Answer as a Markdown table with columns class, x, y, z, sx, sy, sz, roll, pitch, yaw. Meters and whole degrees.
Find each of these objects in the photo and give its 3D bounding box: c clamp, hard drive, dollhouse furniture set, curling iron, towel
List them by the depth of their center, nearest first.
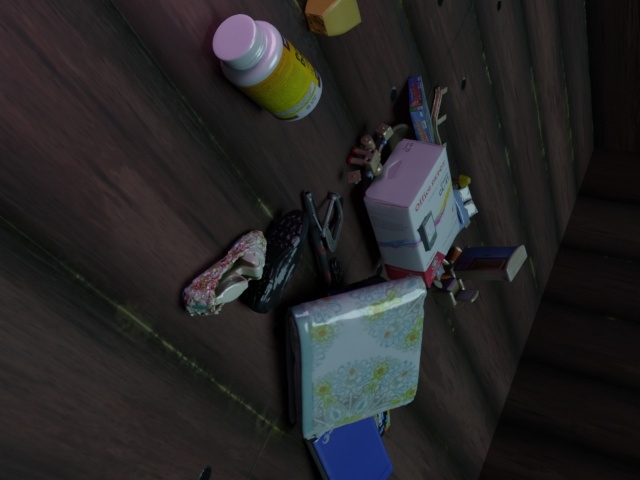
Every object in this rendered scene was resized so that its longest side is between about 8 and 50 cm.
| class | x | y | z | sx | sy | sz | roll | pitch | yaw |
| --- | --- | --- | --- | --- | --- | --- | --- | --- | --- |
| c clamp | 0.024 | -0.049 | 1.586 | 0.160 | 0.022 | 0.137 | -70 | 149 | -50 |
| curling iron | 0.000 | 0.000 | 1.597 | 0.068 | 0.035 | 0.274 | -73 | 152 | -44 |
| towel | 0.080 | 0.268 | 1.635 | 0.321 | 0.090 | 0.374 | -15 | 125 | -22 |
| hard drive | 0.083 | 0.564 | 1.876 | 0.210 | 0.040 | 0.318 | -43 | 125 | -36 |
| dollhouse furniture set | 0.438 | -0.012 | 2.109 | 0.286 | 0.198 | 0.303 | -46 | 120 | -40 |

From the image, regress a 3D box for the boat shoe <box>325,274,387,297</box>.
| class | x | y | z | sx | sy | sz | roll | pitch | yaw |
| --- | --- | --- | --- | --- | --- | --- | --- | --- | --- |
| boat shoe | 0.066 | 0.237 | 1.747 | 0.158 | 0.127 | 0.340 | -11 | 127 | -26 |

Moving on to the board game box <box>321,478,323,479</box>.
| class | x | y | z | sx | sy | sz | roll | pitch | yaw |
| --- | --- | --- | --- | --- | --- | --- | --- | --- | --- |
| board game box | 0.037 | 0.734 | 1.946 | 0.317 | 0.046 | 0.213 | -64 | 147 | -20 |

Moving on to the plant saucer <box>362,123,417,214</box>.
| class | x | y | z | sx | sy | sz | roll | pitch | yaw |
| --- | --- | --- | --- | --- | --- | --- | --- | --- | --- |
| plant saucer | 0.180 | -0.162 | 1.825 | 0.278 | 0.041 | 0.277 | -31 | 127 | -52 |

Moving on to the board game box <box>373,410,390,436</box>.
| class | x | y | z | sx | sy | sz | roll | pitch | yaw |
| --- | --- | --- | --- | --- | --- | --- | --- | --- | --- |
| board game box | 0.144 | 0.506 | 2.031 | 0.141 | 0.048 | 0.170 | -45 | 138 | -44 |

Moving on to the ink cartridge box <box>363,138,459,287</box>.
| class | x | y | z | sx | sy | sz | roll | pitch | yaw |
| --- | --- | --- | --- | --- | --- | --- | --- | --- | --- |
| ink cartridge box | 0.239 | -0.065 | 1.798 | 0.226 | 0.131 | 0.306 | -57 | 147 | -29 |

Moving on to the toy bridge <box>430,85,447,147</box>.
| class | x | y | z | sx | sy | sz | roll | pitch | yaw |
| --- | --- | --- | --- | --- | --- | --- | --- | --- | --- |
| toy bridge | 0.335 | -0.345 | 2.025 | 0.063 | 0.026 | 0.188 | -38 | 133 | -45 |

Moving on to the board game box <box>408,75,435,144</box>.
| class | x | y | z | sx | sy | sz | roll | pitch | yaw |
| --- | --- | --- | --- | --- | --- | --- | --- | --- | --- |
| board game box | 0.267 | -0.307 | 1.865 | 0.201 | 0.035 | 0.136 | 64 | 22 | -48 |

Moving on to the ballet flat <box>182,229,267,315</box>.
| class | x | y | z | sx | sy | sz | roll | pitch | yaw |
| --- | --- | --- | --- | --- | --- | --- | --- | --- | --- |
| ballet flat | -0.155 | 0.065 | 1.315 | 0.241 | 0.077 | 0.091 | -47 | 138 | -42 |

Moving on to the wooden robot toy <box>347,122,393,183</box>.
| class | x | y | z | sx | sy | sz | roll | pitch | yaw |
| --- | --- | --- | --- | --- | --- | --- | --- | --- | --- |
| wooden robot toy | 0.117 | -0.187 | 1.670 | 0.173 | 0.076 | 0.079 | -64 | 147 | -19 |

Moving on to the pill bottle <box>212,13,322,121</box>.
| class | x | y | z | sx | sy | sz | roll | pitch | yaw |
| --- | --- | --- | --- | --- | --- | --- | --- | --- | --- |
| pill bottle | -0.092 | -0.298 | 1.230 | 0.215 | 0.117 | 0.117 | 30 | 76 | -60 |

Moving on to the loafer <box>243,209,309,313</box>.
| class | x | y | z | sx | sy | sz | roll | pitch | yaw |
| --- | --- | --- | --- | --- | --- | --- | --- | --- | --- |
| loafer | -0.083 | 0.043 | 1.435 | 0.223 | 0.076 | 0.078 | -64 | 153 | -12 |

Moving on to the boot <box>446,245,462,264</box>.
| class | x | y | z | sx | sy | sz | roll | pitch | yaw |
| --- | --- | --- | --- | --- | --- | --- | --- | --- | --- |
| boot | 0.462 | 0.080 | 2.388 | 0.158 | 0.059 | 0.084 | 51 | 53 | -53 |

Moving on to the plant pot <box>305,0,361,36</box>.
| class | x | y | z | sx | sy | sz | roll | pitch | yaw |
| --- | --- | --- | --- | --- | --- | --- | --- | --- | --- |
| plant pot | 0.017 | -0.446 | 1.397 | 0.083 | 0.081 | 0.081 | -47 | 141 | -24 |

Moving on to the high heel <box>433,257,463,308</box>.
| class | x | y | z | sx | sy | sz | roll | pitch | yaw |
| --- | --- | --- | --- | --- | --- | --- | --- | --- | --- |
| high heel | 0.408 | 0.107 | 2.317 | 0.244 | 0.082 | 0.117 | 52 | 20 | -36 |

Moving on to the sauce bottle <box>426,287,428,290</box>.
| class | x | y | z | sx | sy | sz | roll | pitch | yaw |
| --- | --- | --- | --- | --- | --- | --- | --- | --- | --- |
| sauce bottle | 0.292 | 0.152 | 2.140 | 0.128 | 0.042 | 0.042 | -37 | 132 | -50 |
